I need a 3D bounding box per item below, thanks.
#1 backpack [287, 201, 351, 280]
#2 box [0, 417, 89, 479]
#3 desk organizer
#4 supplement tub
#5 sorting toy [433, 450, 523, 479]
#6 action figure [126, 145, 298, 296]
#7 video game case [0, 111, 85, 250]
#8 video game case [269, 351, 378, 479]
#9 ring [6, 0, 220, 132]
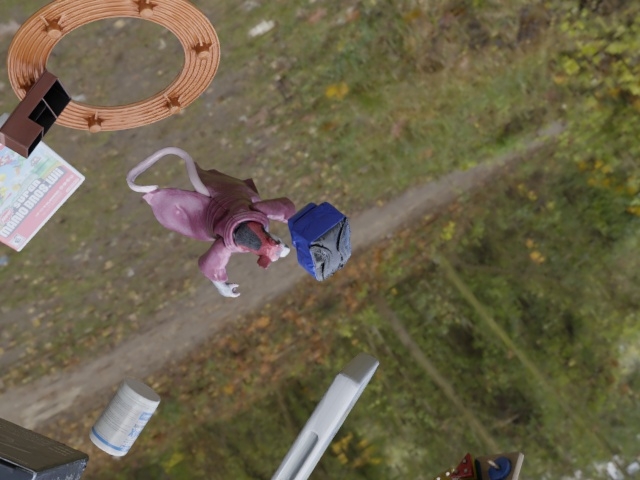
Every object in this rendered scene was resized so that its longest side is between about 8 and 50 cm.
[{"bbox_3d":[0.000,0.000,1.596,0.098,0.101,0.120,-34,139,-17],"label":"backpack"},{"bbox_3d":[-0.344,0.245,0.923,0.207,0.153,0.108,81,31,-81],"label":"box"},{"bbox_3d":[-0.435,-0.193,1.403,0.130,0.050,0.047,-61,-173,-24],"label":"desk organizer"},{"bbox_3d":[-0.311,0.280,1.454,0.107,0.071,0.071,-56,165,4],"label":"supplement tub"},{"bbox_3d":[0.270,0.427,1.605,0.274,0.046,0.132,-26,-150,50],"label":"sorting toy"},{"bbox_3d":[-0.163,-0.056,1.739,0.248,0.275,0.370,-42,-150,-9],"label":"action figure"},{"bbox_3d":[-0.585,-0.103,1.743,0.204,0.025,0.285,-49,158,-6],"label":"video game case"},{"bbox_3d":[-0.022,0.293,1.235,0.300,0.036,0.329,-58,173,2],"label":"video game case"},{"bbox_3d":[-0.324,-0.274,1.465,0.337,0.032,0.336,-14,153,-7],"label":"ring"}]
